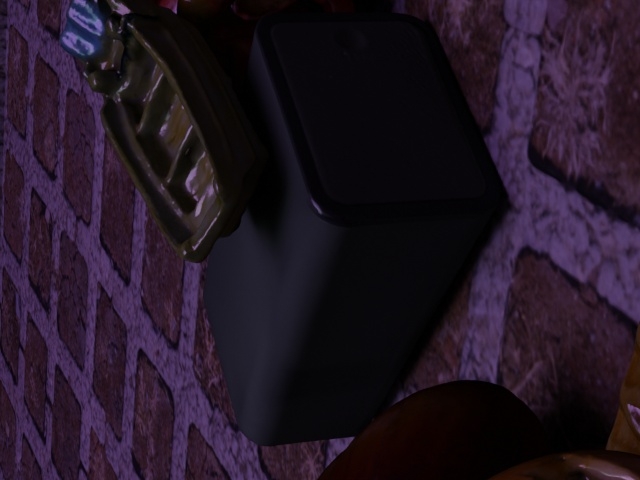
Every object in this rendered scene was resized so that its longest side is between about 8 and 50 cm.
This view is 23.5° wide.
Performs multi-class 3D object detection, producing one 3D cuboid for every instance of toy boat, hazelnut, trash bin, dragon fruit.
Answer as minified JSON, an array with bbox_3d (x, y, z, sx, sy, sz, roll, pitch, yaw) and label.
[{"bbox_3d":[-0.123,-0.104,1.266,0.276,0.084,0.111,56,131,34],"label":"toy boat"},{"bbox_3d":[0.092,0.211,1.086,0.217,0.217,0.252,-118,19,-47],"label":"hazelnut"},{"bbox_3d":[0.000,0.000,1.335,0.343,0.158,0.223,113,147,-47],"label":"trash bin"},{"bbox_3d":[-0.068,-0.194,1.420,0.307,0.227,0.243,7,107,49],"label":"dragon fruit"}]

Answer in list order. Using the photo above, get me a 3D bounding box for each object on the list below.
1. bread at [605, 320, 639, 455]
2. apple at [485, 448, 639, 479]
[{"bbox_3d":[0.215,0.120,0.920,0.077,0.084,0.368,-47,-31,-58],"label":"bread"},{"bbox_3d":[0.139,0.199,0.834,0.199,0.199,0.199,178,90,-68],"label":"apple"}]
